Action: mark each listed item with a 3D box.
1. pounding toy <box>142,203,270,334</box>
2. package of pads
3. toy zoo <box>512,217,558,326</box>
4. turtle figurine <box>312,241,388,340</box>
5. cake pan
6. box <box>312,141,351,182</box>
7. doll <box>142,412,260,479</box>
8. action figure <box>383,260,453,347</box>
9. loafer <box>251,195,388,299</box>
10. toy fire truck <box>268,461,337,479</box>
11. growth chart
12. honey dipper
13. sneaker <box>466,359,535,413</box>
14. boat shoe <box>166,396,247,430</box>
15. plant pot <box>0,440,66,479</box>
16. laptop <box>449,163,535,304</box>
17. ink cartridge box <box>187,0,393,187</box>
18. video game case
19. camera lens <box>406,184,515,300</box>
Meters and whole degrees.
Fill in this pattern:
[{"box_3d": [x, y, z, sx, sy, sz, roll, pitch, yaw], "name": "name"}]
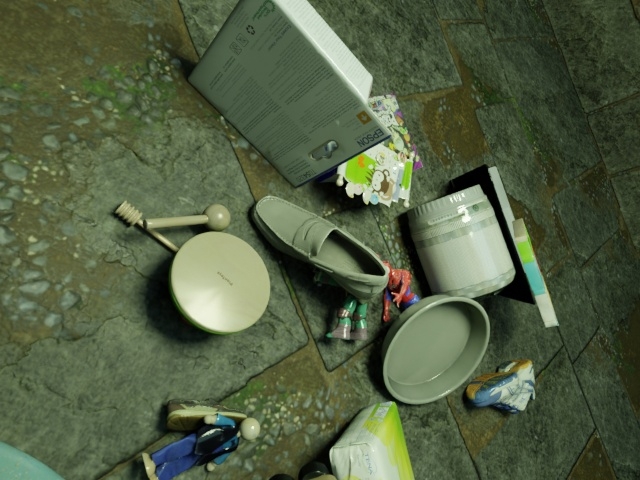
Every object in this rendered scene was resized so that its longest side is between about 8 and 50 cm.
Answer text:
[{"box_3d": [-0.208, 0.065, 0.791, 0.183, 0.110, 0.237, -21, 81, -43], "name": "pounding toy"}, {"box_3d": [0.120, 0.502, 0.857, 0.229, 0.101, 0.297, 2, 73, -70], "name": "package of pads"}, {"box_3d": [0.580, 0.100, 1.177, 0.293, 0.030, 0.192, 67, 26, -8], "name": "toy zoo"}, {"box_3d": [0.069, 0.103, 0.982, 0.175, 0.118, 0.234, 14, 76, -34], "name": "turtle figurine"}, {"box_3d": [0.265, 0.252, 1.035, 0.293, 0.054, 0.293, -9, 115, -20], "name": "cake pan"}, {"box_3d": [0.049, -0.216, 1.073, 0.126, 0.072, 0.137, -7, 83, -38], "name": "box"}, {"box_3d": [-0.191, 0.346, 0.731, 0.189, 0.046, 0.129, -16, 122, -27], "name": "doll"}, {"box_3d": [0.216, 0.181, 1.078, 0.280, 0.091, 0.139, 54, 44, -13], "name": "action figure"}, {"box_3d": [0.000, 0.000, 0.892, 0.319, 0.111, 0.112, 31, 64, 5], "name": "loafer"}, {"box_3d": [-0.049, 0.534, 0.753, 0.217, 0.158, 0.246, -16, 100, -7], "name": "toy fire truck"}, {"box_3d": [0.131, -0.160, 1.009, 0.237, 0.021, 0.172, 15, 73, -35], "name": "growth chart"}, {"box_3d": [-0.292, -0.010, 0.786, 0.160, 0.030, 0.030, 42, 57, -23], "name": "honey dipper"}, {"box_3d": [0.529, 0.434, 1.236, 0.296, 0.112, 0.131, -7, 82, -37], "name": "sneaker"}, {"box_3d": [-0.194, 0.298, 0.762, 0.152, 0.056, 0.049, 26, 27, -42], "name": "boat shoe"}, {"box_3d": [-0.375, 0.383, 0.495, 0.247, 0.247, 0.252, -31, 80, -38], "name": "plant pot"}, {"box_3d": [0.572, -0.046, 1.316, 0.407, 0.236, 0.382, -19, 90, -36], "name": "laptop"}, {"box_3d": [-0.063, -0.278, 0.843, 0.330, 0.324, 0.071, 43, 58, -20], "name": "ink cartridge box"}, {"box_3d": [0.140, -0.245, 1.077, 0.232, 0.041, 0.210, -25, 96, -40], "name": "video game case"}, {"box_3d": [0.367, 0.016, 1.155, 0.219, 0.219, 0.274, -20, 90, -39], "name": "camera lens"}]
